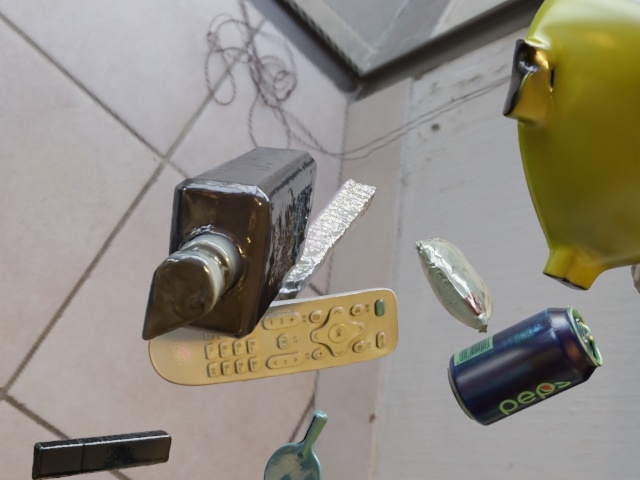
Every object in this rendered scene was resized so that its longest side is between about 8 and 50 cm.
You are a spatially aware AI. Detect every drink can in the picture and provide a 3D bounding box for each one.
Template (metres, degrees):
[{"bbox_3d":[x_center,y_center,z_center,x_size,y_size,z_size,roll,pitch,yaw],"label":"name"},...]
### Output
[{"bbox_3d":[0.291,0.178,1.305,0.118,0.205,0.118,46,26,-31],"label":"drink can"}]

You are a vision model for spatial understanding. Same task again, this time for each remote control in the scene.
[{"bbox_3d":[-0.042,0.085,0.834,0.229,0.044,0.073,-8,111,-8],"label":"remote control"},{"bbox_3d":[-0.351,0.347,1.477,0.245,0.025,0.063,4,94,-44],"label":"remote control"}]

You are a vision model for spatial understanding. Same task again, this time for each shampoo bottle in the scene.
[{"bbox_3d":[-0.053,-0.003,0.629,0.071,0.309,0.098,11,102,4],"label":"shampoo bottle"}]

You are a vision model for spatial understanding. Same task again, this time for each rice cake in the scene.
[{"bbox_3d":[0.000,0.000,1.348,0.056,0.072,0.365,31,35,5],"label":"rice cake"}]

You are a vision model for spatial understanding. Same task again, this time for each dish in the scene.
[{"bbox_3d":[0.235,-0.090,0.556,0.262,0.108,0.221,-40,123,-30],"label":"dish"}]

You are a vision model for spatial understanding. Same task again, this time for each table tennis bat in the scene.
[{"bbox_3d":[-0.038,0.417,1.732,0.033,0.124,0.201,25,89,-61],"label":"table tennis bat"}]

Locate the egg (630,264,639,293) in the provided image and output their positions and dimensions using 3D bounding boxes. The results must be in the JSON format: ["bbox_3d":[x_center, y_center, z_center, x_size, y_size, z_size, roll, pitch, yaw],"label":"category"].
[{"bbox_3d":[0.418,0.077,0.781,0.310,0.279,0.279,52,56,-12],"label":"egg"}]

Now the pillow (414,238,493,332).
[{"bbox_3d":[0.167,0.052,1.119,0.128,0.051,0.229,54,10,7],"label":"pillow"}]
